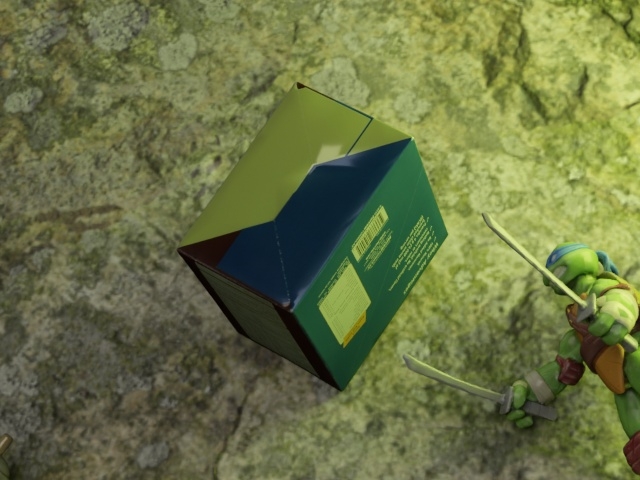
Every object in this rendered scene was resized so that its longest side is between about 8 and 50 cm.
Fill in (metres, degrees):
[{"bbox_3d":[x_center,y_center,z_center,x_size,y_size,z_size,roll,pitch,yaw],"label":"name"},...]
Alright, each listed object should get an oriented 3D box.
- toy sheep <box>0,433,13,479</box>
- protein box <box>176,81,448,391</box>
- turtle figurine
[{"bbox_3d":[-0.341,0.243,1.545,0.091,0.091,0.132,24,72,24],"label":"toy sheep"},{"bbox_3d":[0.000,0.000,1.510,0.136,0.201,0.200,28,74,25],"label":"protein box"},{"bbox_3d":[0.229,0.130,1.396,0.198,0.275,0.266,-49,62,27],"label":"turtle figurine"}]
